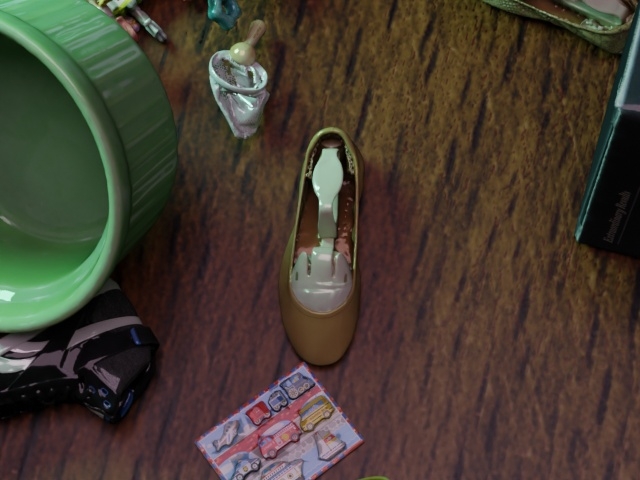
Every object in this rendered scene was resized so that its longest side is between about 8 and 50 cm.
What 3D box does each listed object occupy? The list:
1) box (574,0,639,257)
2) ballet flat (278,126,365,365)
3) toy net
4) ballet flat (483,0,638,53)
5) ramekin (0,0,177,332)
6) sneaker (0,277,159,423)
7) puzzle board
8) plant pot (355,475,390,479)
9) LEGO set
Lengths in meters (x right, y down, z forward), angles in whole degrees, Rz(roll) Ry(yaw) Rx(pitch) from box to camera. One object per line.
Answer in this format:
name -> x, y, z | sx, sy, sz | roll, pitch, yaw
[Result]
box -> 0.453, -0.091, 1.402 | 0.395, 0.293, 0.212 | 15, 70, 7
ballet flat -> 0.000, 0.000, 1.500 | 0.080, 0.073, 0.232 | 1, 70, 3
toy net -> -0.086, -0.218, 1.555 | 0.045, 0.122, 0.232 | -15, 75, 39
ballet flat -> 0.235, -0.254, 1.591 | 0.206, 0.067, 0.073 | 22, 74, 11
ramekin -> -0.277, -0.083, 1.428 | 0.303, 0.303, 0.148 | 28, 31, 12
sneaker -> -0.246, 0.138, 1.453 | 0.217, 0.079, 0.121 | -37, 72, -12
puzzle board -> -0.038, 0.185, 1.465 | 0.128, 0.011, 0.096 | -36, 72, -10
plant pot -> 0.023, 0.280, 1.376 | 0.134, 0.134, 0.095 | -29, 96, -9
LEGO set -> -0.172, -0.224, 1.578 | 0.107, 0.132, 0.287 | 45, 47, -1
